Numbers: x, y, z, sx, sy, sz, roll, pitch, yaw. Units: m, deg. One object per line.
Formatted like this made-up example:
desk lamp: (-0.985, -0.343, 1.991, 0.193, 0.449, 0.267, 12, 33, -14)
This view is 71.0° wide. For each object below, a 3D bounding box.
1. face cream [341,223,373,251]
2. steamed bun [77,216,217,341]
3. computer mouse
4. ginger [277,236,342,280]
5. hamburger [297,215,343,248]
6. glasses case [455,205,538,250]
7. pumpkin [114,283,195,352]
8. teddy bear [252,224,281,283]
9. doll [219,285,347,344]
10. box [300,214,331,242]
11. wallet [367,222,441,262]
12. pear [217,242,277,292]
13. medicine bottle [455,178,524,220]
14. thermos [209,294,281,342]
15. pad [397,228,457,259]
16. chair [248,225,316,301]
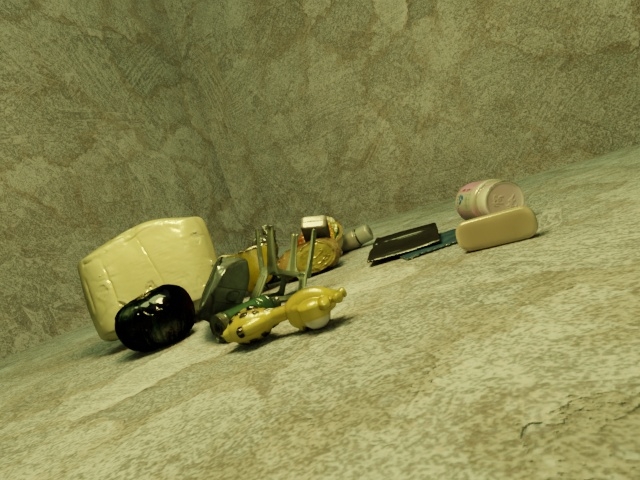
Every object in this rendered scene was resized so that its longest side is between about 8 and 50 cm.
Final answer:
face cream: (0.095, 0.022, 2.095, 0.315, 0.089, 0.143, -25, 2, 23)
steamed bun: (-0.590, 0.133, 1.607, 0.457, 0.370, 0.290, -20, -11, -12)
computer mouse: (-0.266, 0.138, 1.278, 0.114, 0.203, 0.374, 23, -3, -12)
ginger: (-0.046, 0.070, 1.741, 0.276, 0.130, 0.221, -15, -4, -12)
hamburger: (-0.003, -0.001, 2.002, 0.237, 0.147, 0.236, -23, 37, 19)
glasses case: (0.446, -0.029, 1.144, 0.197, 0.083, 0.050, -15, 6, 28)
pumpkin: (-0.486, 0.227, 1.326, 0.233, 0.162, 0.233, -21, 8, 3)
teddy bear: (-0.243, 0.077, 1.926, 0.144, 0.250, 0.171, -20, -10, -38)
doll: (-0.079, 0.161, 0.957, 0.291, 0.086, 0.117, -20, 8, 17)
box: (-0.011, -0.014, 1.781, 0.104, 0.055, 0.243, -5, -28, 5)
wallet: (0.290, 0.002, 1.568, 0.247, 0.041, 0.323, -18, 7, 15)
pear: (-0.271, 0.113, 1.728, 0.267, 0.177, 0.267, -13, 0, 0)
medicine bottle: (0.560, -0.128, 1.496, 0.152, 0.151, 0.254, -19, 5, 0)
thermos: (-0.181, 0.194, 1.140, 0.188, 0.083, 0.073, -20, 26, -40)
pad: (0.373, 0.008, 1.482, 0.270, 0.012, 0.269, -19, 4, -5)
chair: (-0.136, 0.098, 1.371, 0.191, 0.274, 0.203, 5, -8, -24)
